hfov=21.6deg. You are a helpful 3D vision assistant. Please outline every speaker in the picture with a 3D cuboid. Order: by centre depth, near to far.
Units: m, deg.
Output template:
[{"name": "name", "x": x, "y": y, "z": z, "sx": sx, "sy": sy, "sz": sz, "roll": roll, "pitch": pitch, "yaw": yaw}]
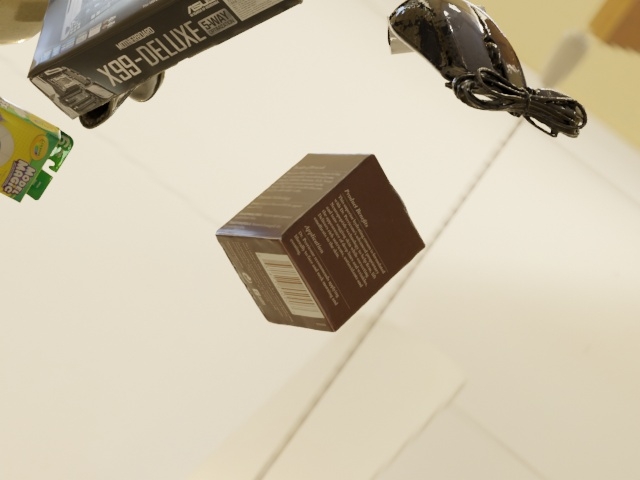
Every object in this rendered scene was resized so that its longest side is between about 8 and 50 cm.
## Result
[{"name": "speaker", "x": 0.158, "y": -0.287, "z": 2.289, "sx": 0.136, "sy": 0.055, "sz": 0.055, "roll": -7, "pitch": -144, "yaw": 0}]

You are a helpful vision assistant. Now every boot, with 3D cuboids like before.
[{"name": "boot", "x": -0.291, "y": -0.226, "z": 2.472, "sx": 0.076, "sy": 0.190, "sz": 0.208, "roll": 19, "pitch": -134, "yaw": 3}]

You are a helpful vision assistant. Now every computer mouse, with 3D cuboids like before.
[{"name": "computer mouse", "x": 0.178, "y": -0.217, "z": 1.903, "sx": 0.188, "sy": 0.072, "sz": 0.272, "roll": 12, "pitch": -156, "yaw": -37}]

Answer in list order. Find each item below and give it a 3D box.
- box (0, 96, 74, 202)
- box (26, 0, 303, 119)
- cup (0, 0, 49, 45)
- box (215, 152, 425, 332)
[{"name": "box", "x": -0.404, "y": -0.122, "z": 2.078, "sx": 0.179, "sy": 0.105, "sz": 0.043, "roll": 27, "pitch": -161, "yaw": -22}, {"name": "box", "x": -0.148, "y": -0.285, "z": 1.746, "sx": 0.076, "sy": 0.307, "sz": 0.242, "roll": 45, "pitch": -144, "yaw": -35}, {"name": "cup", "x": -0.484, "y": -0.399, "z": 2.334, "sx": 0.237, "sy": 0.331, "sz": 0.331, "roll": 28, "pitch": -154, "yaw": -38}, {"name": "box", "x": 0.000, "y": 0.000, "z": 2.360, "sx": 0.203, "sy": 0.167, "sz": 0.168, "roll": -42, "pitch": -65, "yaw": -27}]
